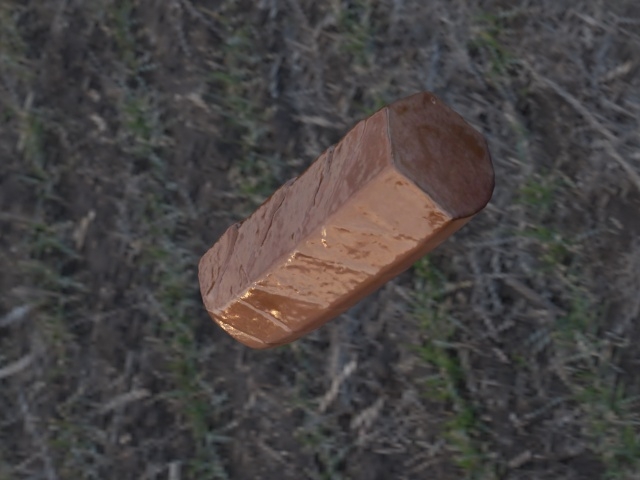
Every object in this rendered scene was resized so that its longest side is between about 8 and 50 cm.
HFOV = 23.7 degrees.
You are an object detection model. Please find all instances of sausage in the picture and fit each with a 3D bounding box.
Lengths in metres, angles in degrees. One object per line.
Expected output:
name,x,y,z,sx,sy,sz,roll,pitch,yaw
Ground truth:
sausage,0.000,0.001,0.667,0.169,0.065,0.065,-37,59,44
